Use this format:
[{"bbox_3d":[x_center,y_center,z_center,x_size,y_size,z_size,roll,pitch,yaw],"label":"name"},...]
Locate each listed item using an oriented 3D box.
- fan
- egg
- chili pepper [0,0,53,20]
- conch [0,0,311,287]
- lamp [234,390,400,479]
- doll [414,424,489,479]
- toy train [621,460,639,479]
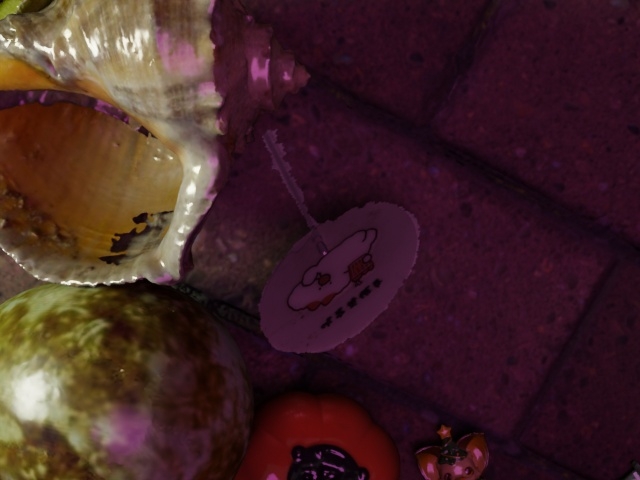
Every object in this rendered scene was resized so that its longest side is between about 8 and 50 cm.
[{"bbox_3d":[0.000,0.000,1.029,0.191,0.009,0.329,-37,142,-6],"label":"fan"},{"bbox_3d":[-0.201,0.147,1.001,0.290,0.238,0.238,11,100,20],"label":"egg"},{"bbox_3d":[-0.269,-0.237,1.022,0.049,0.043,0.208,43,87,13],"label":"chili pepper"},{"bbox_3d":[-0.174,-0.107,0.986,0.352,0.210,0.297,-1,89,30],"label":"conch"},{"bbox_3d":[-0.012,0.244,1.097,0.188,0.164,0.187,2,75,-9],"label":"lamp"},{"bbox_3d":[0.150,0.256,1.185,0.078,0.076,0.113,-17,70,3],"label":"doll"},{"bbox_3d":[0.388,0.325,1.221,0.099,0.081,0.149,-44,110,1],"label":"toy train"}]
